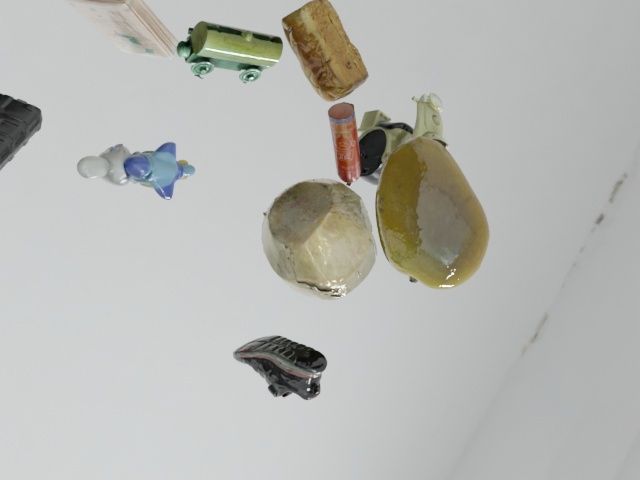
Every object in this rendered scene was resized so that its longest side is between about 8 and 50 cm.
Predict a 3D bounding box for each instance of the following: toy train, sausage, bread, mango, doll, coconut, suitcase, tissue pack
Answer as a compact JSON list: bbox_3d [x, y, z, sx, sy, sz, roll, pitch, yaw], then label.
[{"bbox_3d":[-0.259,-0.561,2.049,0.189,0.308,0.126,-44,-124,44],"label":"toy train"},{"bbox_3d":[0.071,-0.255,1.964,0.274,0.074,0.074,80,17,-49],"label":"sausage"},{"bbox_3d":[0.010,-0.568,2.128,0.167,0.294,0.132,-35,-174,-30],"label":"bread"},{"bbox_3d":[0.255,-0.061,1.650,0.182,0.253,0.364,-117,-167,-78],"label":"mango"},{"bbox_3d":[-0.624,-0.262,2.448,0.376,0.366,0.187,-95,-168,-59],"label":"doll"},{"bbox_3d":[0.000,0.000,2.061,0.352,0.353,0.352,-50,-157,30],"label":"coconut"},{"bbox_3d":[-0.757,-0.255,1.478,0.066,0.286,0.206,113,-2,-47],"label":"suitcase"},{"bbox_3d":[-0.495,-0.556,1.787,0.325,0.170,0.071,42,61,-78],"label":"tissue pack"}]

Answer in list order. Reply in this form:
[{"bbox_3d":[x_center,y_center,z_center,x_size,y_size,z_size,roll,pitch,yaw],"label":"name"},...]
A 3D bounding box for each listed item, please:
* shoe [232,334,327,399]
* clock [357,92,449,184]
[{"bbox_3d":[-0.100,0.331,1.819,0.291,0.114,0.137,11,-67,39],"label":"shoe"},{"bbox_3d":[0.246,-0.302,2.133,0.379,0.120,0.276,-2,-112,48],"label":"clock"}]
